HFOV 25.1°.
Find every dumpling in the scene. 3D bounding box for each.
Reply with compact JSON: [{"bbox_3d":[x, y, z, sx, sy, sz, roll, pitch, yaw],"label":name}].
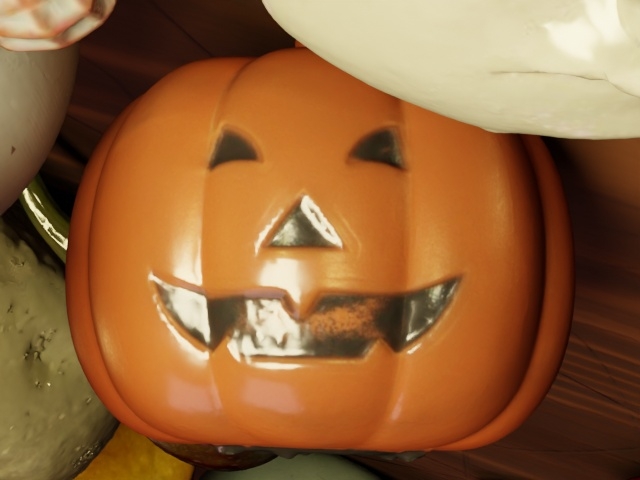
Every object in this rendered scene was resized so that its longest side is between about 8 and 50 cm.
[{"bbox_3d":[0.051,-0.074,0.374,0.177,0.092,0.150,12,173,22],"label":"dumpling"}]

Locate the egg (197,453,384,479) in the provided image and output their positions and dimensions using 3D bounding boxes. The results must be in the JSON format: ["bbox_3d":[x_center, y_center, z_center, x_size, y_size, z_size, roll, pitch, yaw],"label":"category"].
[{"bbox_3d":[-0.015,0.285,1.341,0.264,0.182,0.183,6,155,32],"label":"egg"}]

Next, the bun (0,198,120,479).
[{"bbox_3d":[-0.273,0.051,0.907,0.326,0.234,0.362,29,176,-14],"label":"bun"}]

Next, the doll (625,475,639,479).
[{"bbox_3d":[0.244,0.203,0.920,0.183,0.085,0.217,5,160,20],"label":"doll"}]

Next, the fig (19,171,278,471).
[{"bbox_3d":[-0.096,0.018,0.784,0.245,0.149,0.149,38,161,-4],"label":"fig"}]

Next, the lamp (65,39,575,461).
[{"bbox_3d":[0.000,0.000,0.537,0.188,0.163,0.187,0,170,0],"label":"lamp"}]

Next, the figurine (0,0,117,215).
[{"bbox_3d":[-0.168,-0.014,0.450,0.281,0.370,0.167,-21,138,21],"label":"figurine"}]

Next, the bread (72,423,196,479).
[{"bbox_3d":[-0.249,0.166,1.170,0.312,0.312,0.172,28,146,-10],"label":"bread"}]
